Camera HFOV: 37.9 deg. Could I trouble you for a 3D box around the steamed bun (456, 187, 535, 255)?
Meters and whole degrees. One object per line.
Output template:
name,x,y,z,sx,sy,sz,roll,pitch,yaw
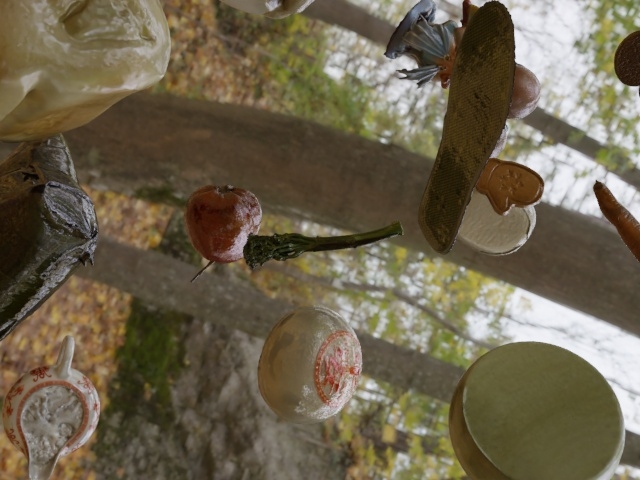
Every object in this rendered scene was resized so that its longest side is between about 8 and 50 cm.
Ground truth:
steamed bun,0.355,-0.074,2.032,0.177,0.228,0.130,-56,-168,31

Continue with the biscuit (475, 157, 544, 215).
biscuit,0.380,-0.106,1.888,0.023,0.140,0.118,71,36,-67

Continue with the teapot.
teapot,-0.458,0.280,1.596,0.116,0.159,0.245,-138,-124,-78

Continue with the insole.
insole,0.154,-0.111,1.009,0.322,0.007,0.109,103,-32,-43

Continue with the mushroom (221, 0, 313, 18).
mushroom,-0.029,-0.484,1.225,0.397,0.224,0.313,-35,-144,61

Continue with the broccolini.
broccolini,0.000,0.000,1.331,0.051,0.239,0.054,26,57,-72

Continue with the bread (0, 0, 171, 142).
bread,-0.420,-0.301,1.403,0.376,0.348,0.252,-10,-88,54

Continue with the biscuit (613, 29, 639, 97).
biscuit,0.643,-0.330,1.801,0.124,0.175,0.026,-30,-157,34

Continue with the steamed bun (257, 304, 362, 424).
steamed bun,-0.004,0.244,1.790,0.145,0.232,0.231,11,-105,38

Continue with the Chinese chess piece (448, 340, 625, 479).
Chinese chess piece,0.310,0.267,1.348,0.101,0.250,0.250,97,7,-54

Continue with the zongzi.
zongzi,-0.589,-0.011,1.704,0.403,0.208,0.432,-44,-145,10

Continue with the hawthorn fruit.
hawthorn fruit,-0.206,-0.012,1.929,0.162,0.163,0.203,-95,-170,-69

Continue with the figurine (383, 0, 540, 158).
figurine,0.352,-0.412,2.289,0.248,0.388,0.276,-44,171,-43

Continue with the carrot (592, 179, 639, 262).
carrot,0.637,-0.023,1.920,0.059,0.248,0.059,-34,166,-10
